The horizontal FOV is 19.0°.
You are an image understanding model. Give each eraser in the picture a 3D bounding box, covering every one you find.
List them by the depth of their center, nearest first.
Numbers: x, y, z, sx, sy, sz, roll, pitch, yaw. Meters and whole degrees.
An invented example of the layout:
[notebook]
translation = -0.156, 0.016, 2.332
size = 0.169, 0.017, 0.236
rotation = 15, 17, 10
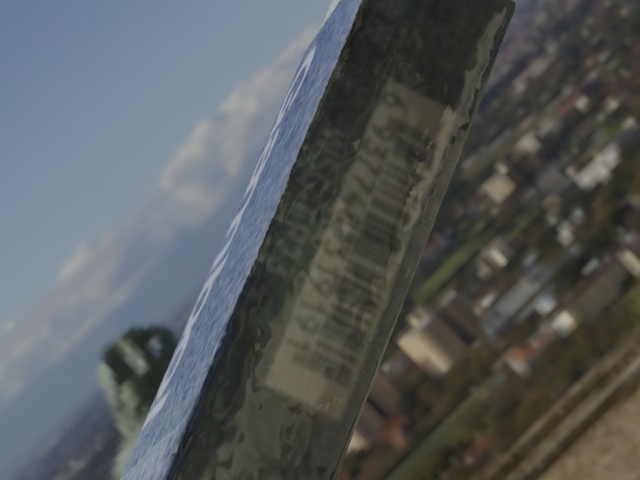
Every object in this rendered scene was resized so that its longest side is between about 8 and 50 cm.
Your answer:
[eraser]
translation = 0.000, 0.000, 0.558
size = 0.212, 0.046, 0.092
rotation = -67, 9, -23
